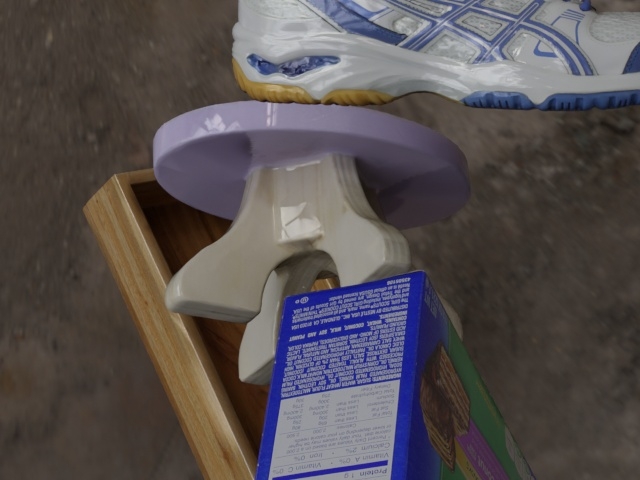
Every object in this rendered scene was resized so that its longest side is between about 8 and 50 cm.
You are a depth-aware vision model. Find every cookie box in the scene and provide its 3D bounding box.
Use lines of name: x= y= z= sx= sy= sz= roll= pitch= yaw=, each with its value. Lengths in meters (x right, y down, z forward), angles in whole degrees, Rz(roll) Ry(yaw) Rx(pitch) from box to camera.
cookie box: x=0.020 y=0.077 z=0.436 sx=0.040 sy=0.107 sz=0.092 roll=-13 pitch=131 yaw=20

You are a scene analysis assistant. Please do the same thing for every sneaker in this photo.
sneaker: x=0.093 y=-0.146 z=1.138 sx=0.296 sy=0.112 sz=0.131 roll=2 pitch=96 yaw=1

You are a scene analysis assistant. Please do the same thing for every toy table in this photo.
toy table: x=0.000 y=0.000 z=1.481 sx=0.274 sy=0.252 sz=0.161 roll=4 pitch=63 yaw=-16

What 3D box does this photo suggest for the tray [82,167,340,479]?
tray: x=-0.051 y=0.119 z=1.740 sx=0.203 sy=0.076 sz=0.411 roll=-11 pitch=68 yaw=-43
